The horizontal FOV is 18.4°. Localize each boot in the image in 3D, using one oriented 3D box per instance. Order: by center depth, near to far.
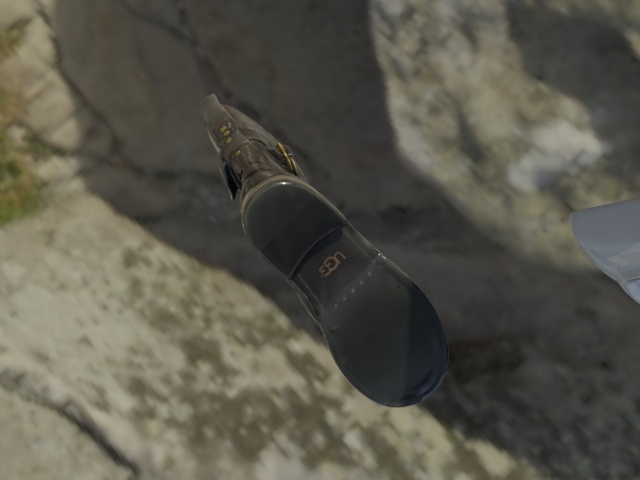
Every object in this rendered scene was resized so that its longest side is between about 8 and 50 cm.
[{"bbox_3d":[0.000,0.000,1.649,0.091,0.229,0.263,-36,112,2],"label":"boot"}]

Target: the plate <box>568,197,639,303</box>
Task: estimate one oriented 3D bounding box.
[{"bbox_3d":[0.334,0.055,1.383,0.277,0.278,0.045,33,75,-15],"label":"plate"}]
